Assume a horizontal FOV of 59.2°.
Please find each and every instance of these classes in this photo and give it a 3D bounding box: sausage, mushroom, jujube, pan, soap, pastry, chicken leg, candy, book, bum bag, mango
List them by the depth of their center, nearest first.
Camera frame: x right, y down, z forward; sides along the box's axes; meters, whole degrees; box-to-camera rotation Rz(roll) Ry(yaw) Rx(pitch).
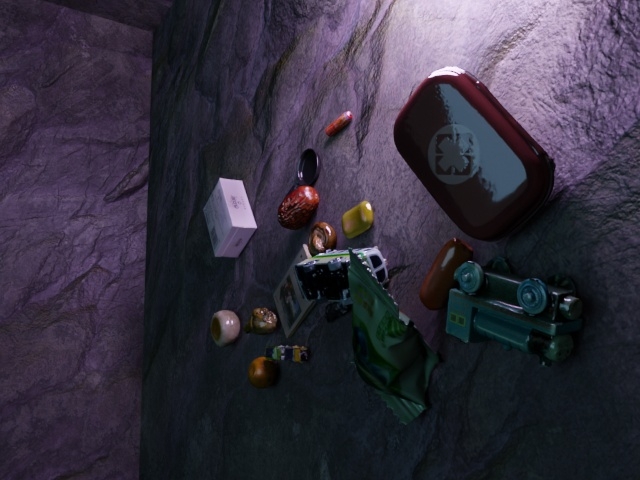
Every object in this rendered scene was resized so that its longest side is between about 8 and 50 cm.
[{"bbox_3d":[0.303,0.086,1.374,0.076,0.076,0.198,53,129,45],"label":"sausage"},{"bbox_3d":[0.155,0.232,1.406,0.263,0.172,0.398,35,150,48],"label":"candy"},{"bbox_3d":[0.113,-0.061,1.698,0.140,0.045,0.089,-31,63,49],"label":"soap"},{"bbox_3d":[0.046,0.217,1.767,0.124,0.034,0.058,-36,65,48],"label":"bum bag"},{"bbox_3d":[0.000,0.000,1.820,0.127,0.087,0.127,-8,79,51],"label":"mushroom"},{"bbox_3d":[0.064,-0.381,1.829,0.129,0.034,0.034,-30,62,51],"label":"sausage"},{"bbox_3d":[-0.075,-0.113,1.925,0.109,0.112,0.176,46,127,9],"label":"jujube"},{"bbox_3d":[-0.085,0.181,1.977,0.283,0.025,0.215,-58,41,36],"label":"book"},{"bbox_3d":[-0.065,-0.221,2.001,0.235,0.028,0.136,-52,45,34],"label":"pan"},{"bbox_3d":[-0.221,0.491,2.077,0.165,0.089,0.115,-45,49,47],"label":"mango"},{"bbox_3d":[-0.233,0.308,2.136,0.227,0.088,0.103,-20,78,60],"label":"chicken leg"},{"bbox_3d":[-0.397,0.366,2.354,0.156,0.091,0.157,-16,71,58],"label":"pastry"}]

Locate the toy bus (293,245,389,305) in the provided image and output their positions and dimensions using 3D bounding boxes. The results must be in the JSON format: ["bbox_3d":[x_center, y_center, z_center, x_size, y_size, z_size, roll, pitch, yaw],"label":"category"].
[{"bbox_3d":[0.060,0.099,1.645,0.276,0.164,0.134,-6,106,56],"label":"toy bus"}]

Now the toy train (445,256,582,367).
[{"bbox_3d":[0.400,0.148,1.190,0.298,0.120,0.194,18,108,55],"label":"toy train"}]

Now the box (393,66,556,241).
[{"bbox_3d":[0.329,-0.194,1.263,0.404,0.108,0.263,56,132,23],"label":"box"}]

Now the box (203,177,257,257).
[{"bbox_3d":[-0.387,-0.095,2.379,0.203,0.116,0.274,-54,44,37],"label":"box"}]

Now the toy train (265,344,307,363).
[{"bbox_3d":[-0.119,0.391,1.946,0.202,0.081,0.060,-12,75,54],"label":"toy train"}]
